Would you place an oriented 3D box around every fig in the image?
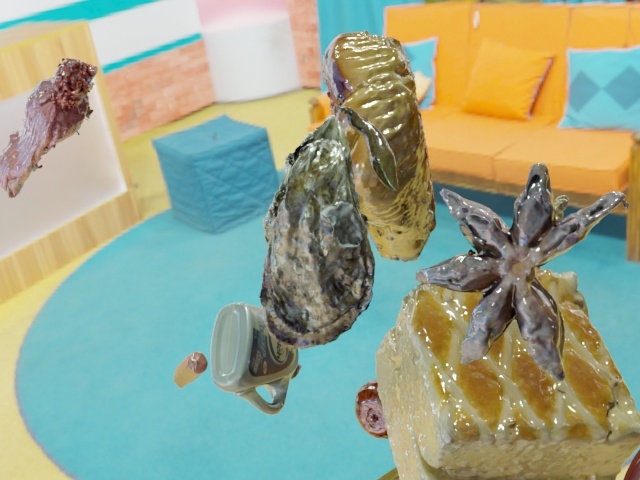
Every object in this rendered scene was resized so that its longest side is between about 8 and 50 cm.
[{"bbox_3d":[0.145,0.364,1.650,0.150,0.128,0.128,23,7,-34],"label":"fig"}]

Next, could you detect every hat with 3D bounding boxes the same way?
[{"bbox_3d":[-0.463,-0.221,1.349,0.286,0.107,0.237,-34,44,42],"label":"hat"}]

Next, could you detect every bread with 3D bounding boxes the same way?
[{"bbox_3d":[0.313,0.270,1.348,0.371,0.279,0.390,3,44,-10],"label":"bread"}]

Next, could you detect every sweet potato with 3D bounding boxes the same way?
[{"bbox_3d":[0.079,-0.138,1.119,0.041,0.038,0.153,-12,66,-45],"label":"sweet potato"}]

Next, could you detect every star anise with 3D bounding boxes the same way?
[{"bbox_3d":[0.173,0.025,0.728,0.171,0.208,0.063,20,8,22],"label":"star anise"}]

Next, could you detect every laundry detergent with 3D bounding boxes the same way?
[{"bbox_3d":[-0.126,0.272,1.709,0.105,0.280,0.215,-13,57,24],"label":"laundry detergent"}]

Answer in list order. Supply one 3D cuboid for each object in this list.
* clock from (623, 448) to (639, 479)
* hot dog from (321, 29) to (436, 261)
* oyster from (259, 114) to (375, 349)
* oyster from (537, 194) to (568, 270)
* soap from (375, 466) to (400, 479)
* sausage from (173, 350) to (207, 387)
[{"bbox_3d":[0.586,0.398,1.142,0.318,0.319,0.080,-16,12,-13],"label":"clock"},{"bbox_3d":[0.100,-0.184,1.399,0.196,0.365,0.367,-11,69,4],"label":"hot dog"},{"bbox_3d":[-0.003,-0.005,1.124,0.162,0.351,0.158,-1,17,-22],"label":"oyster"},{"bbox_3d":[0.494,0.071,1.926,0.111,0.396,0.204,31,24,28],"label":"oyster"},{"bbox_3d":[0.124,0.635,1.870,0.252,0.092,0.037,-35,32,10],"label":"soap"},{"bbox_3d":[-0.186,0.184,1.101,0.035,0.030,0.147,-23,-9,-26],"label":"sausage"}]
